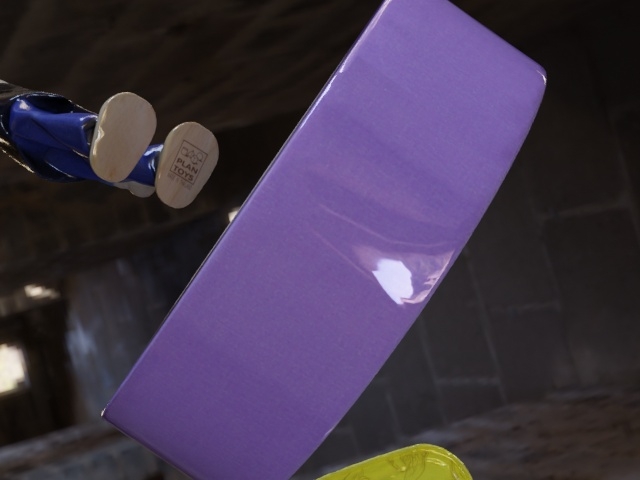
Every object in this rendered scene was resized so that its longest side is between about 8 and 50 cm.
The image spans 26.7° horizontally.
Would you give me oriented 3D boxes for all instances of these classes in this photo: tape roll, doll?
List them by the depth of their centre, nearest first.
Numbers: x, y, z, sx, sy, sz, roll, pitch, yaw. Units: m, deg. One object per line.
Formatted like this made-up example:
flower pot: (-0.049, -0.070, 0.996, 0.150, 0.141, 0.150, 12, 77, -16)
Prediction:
doll: (-0.129, -0.052, 0.673, 0.189, 0.129, 0.046, 15, 83, 48)
tape roll: (0.000, 0.000, 0.697, 0.090, 0.275, 0.275, 34, 154, -3)

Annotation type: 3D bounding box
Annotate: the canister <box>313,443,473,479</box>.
canister: (0.001, 0.175, 0.762, 0.073, 0.126, 0.170, 69, 154, 11)
